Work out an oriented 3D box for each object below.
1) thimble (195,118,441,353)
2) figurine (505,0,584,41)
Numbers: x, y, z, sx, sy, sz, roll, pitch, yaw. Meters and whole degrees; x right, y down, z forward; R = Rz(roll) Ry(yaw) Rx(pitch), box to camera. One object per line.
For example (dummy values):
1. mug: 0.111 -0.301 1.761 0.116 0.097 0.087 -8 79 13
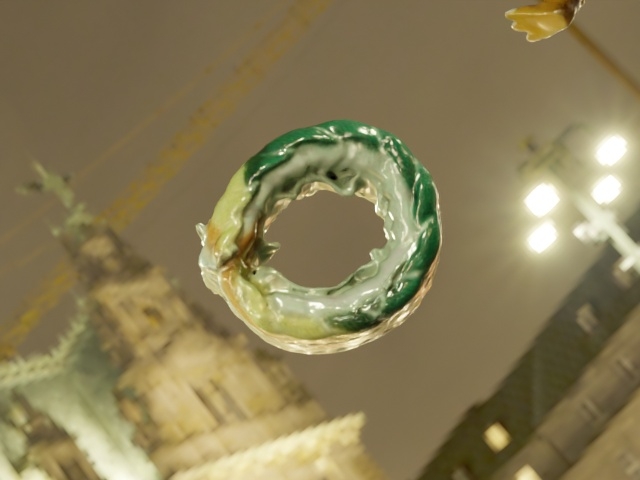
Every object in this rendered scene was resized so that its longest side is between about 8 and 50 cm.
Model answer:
1. thimble: 0.000 0.000 1.901 0.288 0.254 0.167 -19 -12 -6
2. figurine: 0.320 -0.400 1.740 0.401 0.268 0.387 43 -123 -31
